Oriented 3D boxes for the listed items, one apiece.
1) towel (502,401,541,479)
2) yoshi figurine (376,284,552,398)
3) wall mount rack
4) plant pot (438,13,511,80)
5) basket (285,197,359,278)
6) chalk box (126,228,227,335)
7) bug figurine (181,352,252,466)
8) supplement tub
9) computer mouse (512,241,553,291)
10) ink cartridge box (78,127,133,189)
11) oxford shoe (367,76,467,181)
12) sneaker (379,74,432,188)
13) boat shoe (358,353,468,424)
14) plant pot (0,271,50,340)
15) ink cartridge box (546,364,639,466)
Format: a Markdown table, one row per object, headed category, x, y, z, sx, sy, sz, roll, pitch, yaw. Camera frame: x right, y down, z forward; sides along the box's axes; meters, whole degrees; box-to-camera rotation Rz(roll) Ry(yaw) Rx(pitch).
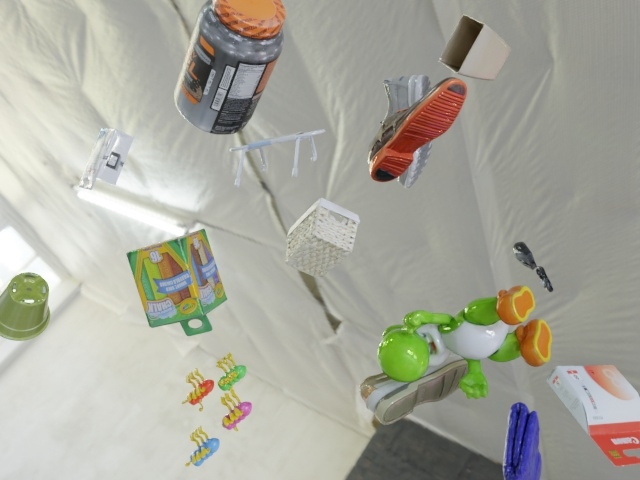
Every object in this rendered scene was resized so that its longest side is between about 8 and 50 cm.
| category | x | y | z | sx | sy | sz | roll | pitch | yaw |
| --- | --- | --- | --- | --- | --- | --- | --- | --- | --- |
| towel | 0.545 | 0.600 | 1.727 | 0.076 | 0.228 | 0.308 | 0 | -42 | 24 |
| yoshi figurine | 0.260 | 0.214 | 1.317 | 0.362 | 0.204 | 0.203 | -19 | -28 | 40 |
| wall mount rack | -0.152 | -0.282 | 2.202 | 0.349 | 0.304 | 0.131 | -9 | -78 | 17 |
| plant pot | 0.331 | -0.395 | 1.365 | 0.096 | 0.109 | 0.109 | 19 | 23 | -23 |
| basket | 0.000 | 0.000 | 1.502 | 0.113 | 0.103 | 0.167 | 25 | -38 | -18 |
| chalk box | -0.395 | 0.136 | 1.848 | 0.180 | 0.179 | 0.289 | -16 | -85 | 17 |
| bug figurine | -0.258 | 0.415 | 1.598 | 0.072 | 0.216 | 0.279 | 40 | 18 | -33 |
| supplement tub | -0.215 | -0.432 | 1.549 | 0.207 | 0.207 | 0.338 | 37 | -43 | 2 |
| computer mouse | 0.597 | 0.076 | 1.841 | 0.242 | 0.041 | 0.071 | -99 | 165 | -63 |
| ink cartridge box | -0.594 | -0.216 | 1.797 | 0.060 | 0.180 | 0.104 | 24 | -7 | -41 |
| oxford shoe | 0.174 | -0.233 | 1.269 | 0.096 | 0.099 | 0.271 | 13 | -41 | -34 |
| sneaker | 0.200 | -0.262 | 1.553 | 0.115 | 0.105 | 0.282 | 14 | -58 | 25 |
| boat shoe | 0.224 | 0.313 | 1.484 | 0.103 | 0.302 | 0.113 | 41 | -49 | 40 |
| plant pot | -0.405 | 0.083 | 0.887 | 0.083 | 0.083 | 0.079 | 40 | -46 | -3 |
| ink cartridge box | 0.483 | 0.282 | 1.073 | 0.179 | 0.145 | 0.045 | 58 | -45 | 50 |
